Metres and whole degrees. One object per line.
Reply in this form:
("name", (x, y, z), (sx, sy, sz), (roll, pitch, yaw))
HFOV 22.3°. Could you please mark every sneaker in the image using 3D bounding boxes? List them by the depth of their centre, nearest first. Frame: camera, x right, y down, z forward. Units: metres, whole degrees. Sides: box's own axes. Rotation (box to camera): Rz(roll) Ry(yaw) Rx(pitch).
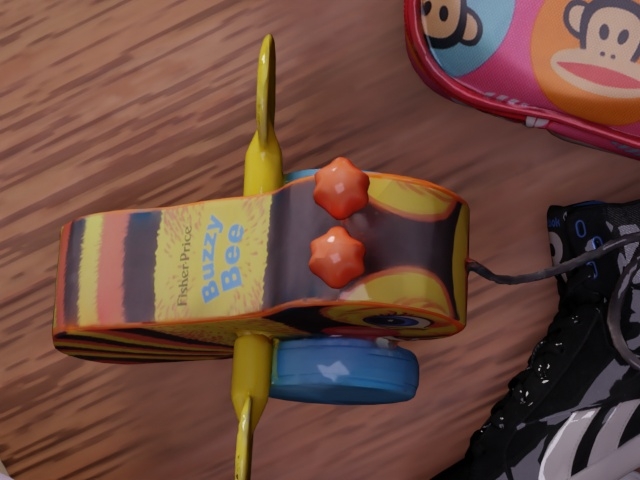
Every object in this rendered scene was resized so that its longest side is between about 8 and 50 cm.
("sneaker", (0.108, 0.050, 0.738), (0.217, 0.079, 0.121), (-28, 88, -1))

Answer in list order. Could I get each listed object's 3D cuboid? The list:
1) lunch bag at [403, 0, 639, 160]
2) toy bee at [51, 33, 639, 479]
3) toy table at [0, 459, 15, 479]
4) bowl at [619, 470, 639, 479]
("lunch bag", (0.196, -0.149, 0.691), (0.293, 0.120, 0.258), (16, 92, 3))
("toy bee", (0.000, 0.000, 0.665), (0.298, 0.162, 0.195), (-24, 68, 16))
("toy table", (-0.126, 0.211, 0.728), (0.252, 0.161, 0.274), (-18, 92, 7))
("bowl", (0.127, 0.193, 0.729), (0.142, 0.142, 0.053), (-37, 135, 5))
